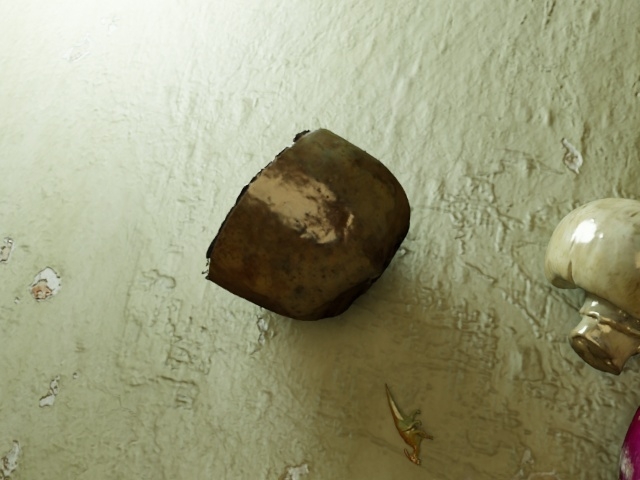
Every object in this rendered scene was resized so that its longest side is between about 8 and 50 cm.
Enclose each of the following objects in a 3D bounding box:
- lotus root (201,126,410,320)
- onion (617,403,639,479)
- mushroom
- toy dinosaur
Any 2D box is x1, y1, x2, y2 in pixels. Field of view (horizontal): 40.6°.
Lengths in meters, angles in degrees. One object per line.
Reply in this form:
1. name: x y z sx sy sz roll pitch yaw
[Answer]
1. lotus root: 0.000 0.000 1.134 0.192 0.272 0.272 34 83 10
2. onion: 0.466 0.315 0.891 0.347 0.348 0.385 14 90 15
3. mushroom: 0.386 0.057 1.053 0.253 0.189 0.195 37 81 22
4. toy dinosaur: 0.116 0.238 1.138 0.041 0.026 0.113 -24 79 23
